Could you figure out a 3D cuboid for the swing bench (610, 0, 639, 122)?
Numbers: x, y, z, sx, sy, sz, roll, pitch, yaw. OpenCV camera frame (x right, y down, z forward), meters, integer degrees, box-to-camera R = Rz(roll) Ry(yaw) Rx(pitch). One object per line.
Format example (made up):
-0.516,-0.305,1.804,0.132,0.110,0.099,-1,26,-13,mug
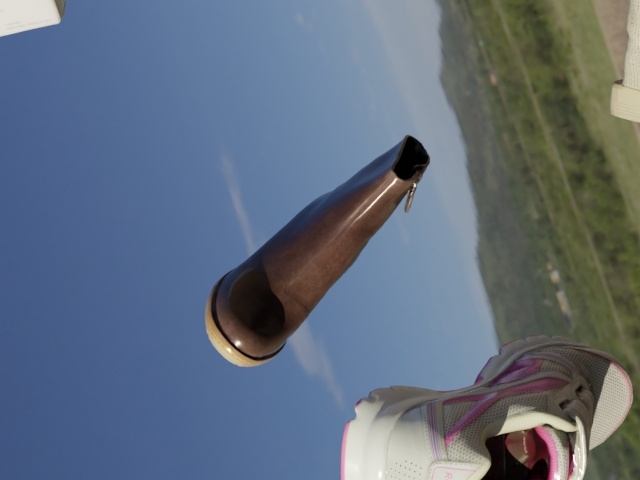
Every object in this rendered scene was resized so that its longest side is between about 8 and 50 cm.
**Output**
0.278,-0.212,0.603,0.254,0.165,0.253,-42,-42,-49,swing bench

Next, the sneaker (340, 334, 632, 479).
0.139,0.138,0.752,0.252,0.111,0.103,-14,-70,-37,sneaker

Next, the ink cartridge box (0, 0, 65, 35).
-0.354,-0.286,1.017,0.056,0.181,0.225,-101,-1,-53,ink cartridge box

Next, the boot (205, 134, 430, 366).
0.000,0.000,1.062,0.090,0.207,0.248,43,-150,-2,boot
